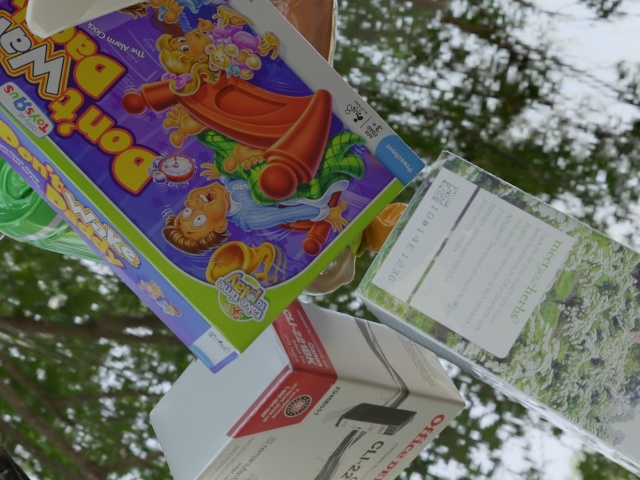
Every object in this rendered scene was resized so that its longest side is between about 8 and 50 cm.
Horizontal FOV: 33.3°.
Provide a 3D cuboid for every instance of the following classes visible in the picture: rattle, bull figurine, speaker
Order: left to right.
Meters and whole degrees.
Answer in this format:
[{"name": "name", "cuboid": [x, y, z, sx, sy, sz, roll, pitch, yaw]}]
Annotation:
[{"name": "speaker", "cuboid": [-0.248, -0.039, 1.211, 0.296, 0.131, 0.131, 22, -94, -61]}, {"name": "bull figurine", "cuboid": [-0.051, -0.182, 1.337, 0.101, 0.188, 0.310, -9, -66, -49]}, {"name": "rattle", "cuboid": [0.000, 0.000, 1.143, 0.200, 0.143, 0.130, 14, -85, -49]}]

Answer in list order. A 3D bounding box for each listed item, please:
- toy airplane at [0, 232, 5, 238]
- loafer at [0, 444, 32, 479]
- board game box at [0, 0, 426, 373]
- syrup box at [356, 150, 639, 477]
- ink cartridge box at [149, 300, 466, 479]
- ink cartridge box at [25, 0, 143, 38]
[{"name": "toy airplane", "cuboid": [-0.706, -0.044, 1.543, 0.384, 0.272, 0.386, -45, -74, -11]}, {"name": "loafer", "cuboid": [-0.180, 0.189, 0.622, 0.080, 0.220, 0.078, -36, -4, -9]}, {"name": "board game box", "cuboid": [-0.117, -0.101, 0.852, 0.233, 0.347, 0.078, -45, 2, -27]}, {"name": "syrup box", "cuboid": [0.146, 0.055, 0.571, 0.093, 0.237, 0.096, -58, -16, -6]}, {"name": "ink cartridge box", "cuboid": [-0.009, 0.181, 1.145, 0.273, 0.114, 0.197, 17, -59, -43]}, {"name": "ink cartridge box", "cuboid": [-0.032, -0.256, 0.309, 0.207, 0.119, 0.353, -36, -25, -45]}]
